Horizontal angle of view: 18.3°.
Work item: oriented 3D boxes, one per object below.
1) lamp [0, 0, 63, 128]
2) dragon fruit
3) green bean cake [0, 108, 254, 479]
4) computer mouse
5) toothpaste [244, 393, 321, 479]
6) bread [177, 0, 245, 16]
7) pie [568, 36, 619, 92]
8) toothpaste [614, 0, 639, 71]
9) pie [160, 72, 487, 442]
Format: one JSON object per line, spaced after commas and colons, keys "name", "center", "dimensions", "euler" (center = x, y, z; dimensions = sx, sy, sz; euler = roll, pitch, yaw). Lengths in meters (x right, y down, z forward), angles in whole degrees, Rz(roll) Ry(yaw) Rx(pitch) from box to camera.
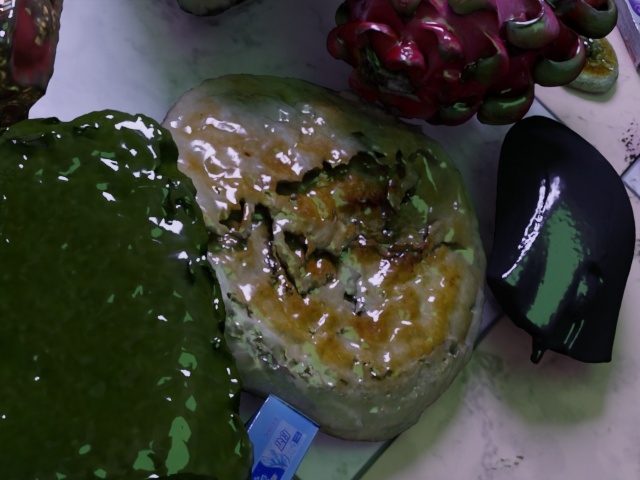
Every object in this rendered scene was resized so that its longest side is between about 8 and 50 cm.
{"name": "lamp", "center": [-0.283, -0.196, 1.537], "dimensions": [0.177, 0.177, 0.274], "euler": [15, 53, -21]}
{"name": "dragon fruit", "center": [0.138, -0.183, 1.716], "dimensions": [0.273, 0.218, 0.198], "euler": [18, 77, -26]}
{"name": "green bean cake", "center": [-0.224, 0.093, 1.345], "dimensions": [0.319, 0.218, 0.335], "euler": [-9, 62, -11]}
{"name": "computer mouse", "center": [0.217, -0.008, 1.722], "dimensions": [0.147, 0.088, 0.264], "euler": [36, 50, -33]}
{"name": "toothpaste", "center": [-0.083, 0.232, 1.439], "dimensions": [0.053, 0.066, 0.272], "euler": [35, 50, -4]}
{"name": "bread", "center": [-0.019, -0.392, 1.708], "dimensions": [0.395, 0.239, 0.264], "euler": [-41, 112, -38]}
{"name": "pie", "center": [0.251, -0.178, 1.911], "dimensions": [0.084, 0.021, 0.084], "euler": [15, 55, -22]}
{"name": "toothpaste", "center": [0.299, -0.259, 1.977], "dimensions": [0.047, 0.040, 0.196], "euler": [-8, 65, -28]}
{"name": "pie", "center": [0.000, 0.000, 1.619], "dimensions": [0.339, 0.077, 0.339], "euler": [19, 50, -24]}
